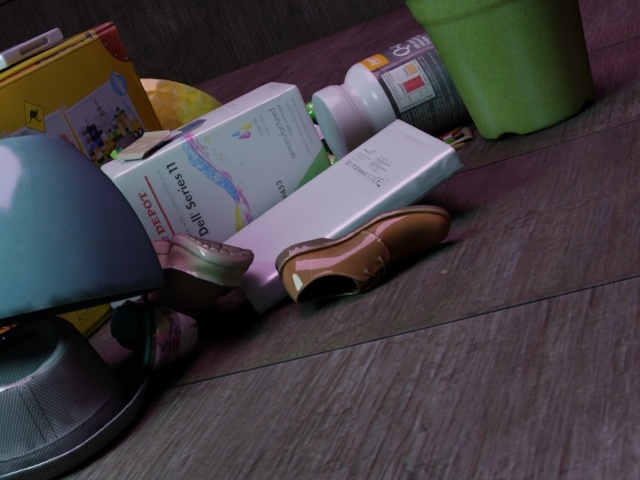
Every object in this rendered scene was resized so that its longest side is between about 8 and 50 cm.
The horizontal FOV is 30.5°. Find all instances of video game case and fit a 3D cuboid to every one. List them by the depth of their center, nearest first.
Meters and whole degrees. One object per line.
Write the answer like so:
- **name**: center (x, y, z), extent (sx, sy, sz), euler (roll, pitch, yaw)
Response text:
- **video game case**: center (-0.507, -0.256, 1.755), extent (0.201, 0.023, 0.183), euler (-19, 16, 21)

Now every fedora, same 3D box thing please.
- **fedora**: center (-0.319, 0.163, 1.292), extent (0.244, 0.124, 0.275), euler (-25, 16, -6)

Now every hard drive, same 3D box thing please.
- **hard drive**: center (0.016, -0.038, 1.501), extent (0.307, 0.040, 0.203), euler (-36, 23, -4)

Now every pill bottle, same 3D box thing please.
- **pill bottle**: center (0.138, -0.234, 1.886), extent (0.278, 0.162, 0.162), euler (-26, 16, -11)

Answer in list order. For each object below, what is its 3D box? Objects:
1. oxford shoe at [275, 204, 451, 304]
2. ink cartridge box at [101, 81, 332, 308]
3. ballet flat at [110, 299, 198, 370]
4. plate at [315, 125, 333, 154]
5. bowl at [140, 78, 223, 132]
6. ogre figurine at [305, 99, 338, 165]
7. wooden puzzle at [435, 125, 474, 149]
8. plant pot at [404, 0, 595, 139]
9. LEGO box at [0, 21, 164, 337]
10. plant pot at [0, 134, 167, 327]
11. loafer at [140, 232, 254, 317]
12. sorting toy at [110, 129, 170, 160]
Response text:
- **oxford shoe**: center (0.058, 0.024, 1.359), extent (0.212, 0.076, 0.076), euler (-21, 45, -1)
- **ink cartridge box**: center (-0.161, -0.052, 1.625), extent (0.353, 0.207, 0.119), euler (-29, 19, -12)
- **ballet flat**: center (-0.190, 0.109, 1.390), extent (0.079, 0.076, 0.221), euler (8, -1, -21)
- **plate**: center (-0.012, -0.188, 2.166), extent (0.278, 0.045, 0.277), euler (-25, 15, -8)
- **bowl**: center (-0.286, -0.131, 2.061), extent (0.289, 0.289, 0.156), euler (-14, 50, 29)
- **ogre figurine**: center (-0.036, -0.161, 1.975), extent (0.197, 0.118, 0.097), euler (-23, 16, 2)
- **wooden puzzle**: center (0.199, -0.156, 1.816), extent (0.079, 0.014, 0.116), euler (-22, 15, 2)
- **plant pot**: center (0.277, -0.296, 1.718), extent (0.276, 0.253, 0.276), euler (-20, 16, 6)
- **LEGO box**: center (-0.418, -0.068, 1.738), extent (0.193, 0.372, 0.500), euler (-16, 17, 27)
- **plant pot**: center (-0.337, -0.009, 1.326), extent (0.290, 0.195, 0.290), euler (-13, -2, -1)
- **loafer**: center (-0.155, 0.048, 1.434), extent (0.102, 0.092, 0.268), euler (14, -8, -19)
- **sorting toy**: center (-0.245, -0.125, 1.578), extent (0.083, 0.012, 0.062), euler (0, 36, 43)
